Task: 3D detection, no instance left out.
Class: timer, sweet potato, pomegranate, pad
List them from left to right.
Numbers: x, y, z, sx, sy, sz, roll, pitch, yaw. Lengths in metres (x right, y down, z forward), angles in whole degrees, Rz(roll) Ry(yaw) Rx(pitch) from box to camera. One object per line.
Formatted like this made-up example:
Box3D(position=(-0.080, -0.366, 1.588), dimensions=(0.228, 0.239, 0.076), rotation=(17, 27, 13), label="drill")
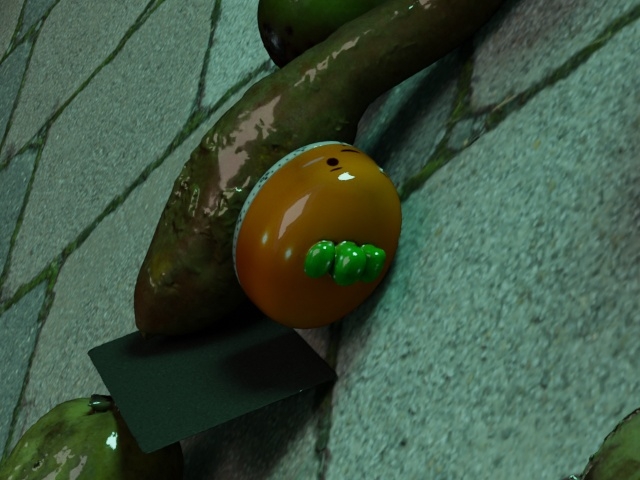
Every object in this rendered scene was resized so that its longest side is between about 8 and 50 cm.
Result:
Box3D(position=(-0.084, 0.088, 1.206), dimensions=(0.143, 0.003, 0.211), rotation=(-21, 21, -11), label="pad")
Box3D(position=(-0.014, -0.079, 1.230), dimensions=(0.385, 0.109, 0.109), rotation=(-49, 25, 10), label="sweet potato")
Box3D(position=(-0.007, -0.186, 1.299), dimensions=(0.129, 0.159, 0.129), rotation=(-164, 90, -87), label="pomegranate")
Box3D(position=(0.000, 0.000, 1.133), dimensions=(0.136, 0.099, 0.136), rotation=(-56, 22, 38), label="timer")

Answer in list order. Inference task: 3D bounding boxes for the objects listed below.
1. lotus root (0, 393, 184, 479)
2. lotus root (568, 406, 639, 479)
Box3D(position=(-0.189, 0.230, 1.200), dimensions=(0.145, 0.128, 0.260), rotation=(9, 71, 54), label="lotus root")
Box3D(position=(0.171, 0.121, 0.699), dimensions=(0.144, 0.070, 0.143), rotation=(-31, 42, 40), label="lotus root")
